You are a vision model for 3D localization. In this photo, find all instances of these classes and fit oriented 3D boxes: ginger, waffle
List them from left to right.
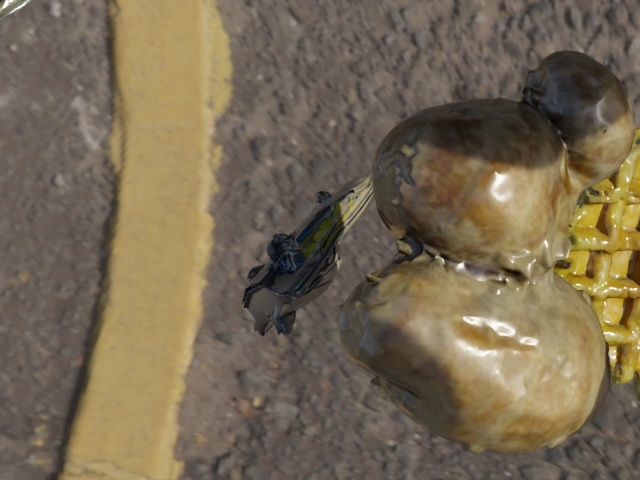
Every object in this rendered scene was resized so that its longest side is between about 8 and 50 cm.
[{"bbox_3d":[0.131,0.004,1.060,0.244,0.155,0.304,5,98,-25],"label":"ginger"},{"bbox_3d":[0.360,0.017,1.343,0.325,0.068,0.302,-39,112,4],"label":"waffle"}]

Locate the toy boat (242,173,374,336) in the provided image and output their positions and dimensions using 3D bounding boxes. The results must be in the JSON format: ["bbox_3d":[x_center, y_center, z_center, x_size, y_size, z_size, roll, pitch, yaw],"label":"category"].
[{"bbox_3d":[0.000,0.000,1.284,0.066,0.084,0.210,39,54,2],"label":"toy boat"}]

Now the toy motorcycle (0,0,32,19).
[{"bbox_3d":[-0.123,-0.115,0.420,0.157,0.091,0.263,-19,30,3],"label":"toy motorcycle"}]
